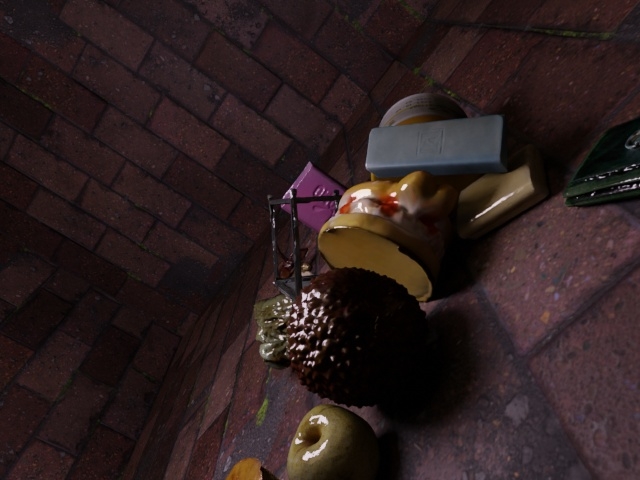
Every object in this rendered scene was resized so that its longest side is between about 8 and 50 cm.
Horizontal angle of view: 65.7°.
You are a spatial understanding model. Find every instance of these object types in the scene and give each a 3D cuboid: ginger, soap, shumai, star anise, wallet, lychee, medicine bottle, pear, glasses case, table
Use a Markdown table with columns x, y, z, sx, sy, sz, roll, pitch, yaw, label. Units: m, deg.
| x | y | z | sx | sy | sz | roll | pitch | yaw | label |
| --- | --- | --- | --- | --- | --- | --- | --- | --- | --- |
| -0.085 | 0.149 | 1.822 | 0.133 | 0.059 | 0.214 | -45 | 18 | 10 | ginger |
| 0.017 | -0.119 | 1.666 | 0.181 | 0.259 | 0.081 | -52 | 16 | 12 | soap |
| -0.080 | 0.256 | 1.410 | 0.256 | 0.189 | 0.218 | -26 | 54 | 50 | shumai |
| -0.143 | 0.063 | 1.826 | 0.140 | 0.144 | 0.158 | -42 | 15 | 35 | star anise |
| 0.456 | -0.126 | 0.683 | 0.160 | 0.055 | 0.236 | -52 | 13 | -12 | wallet |
| 0.058 | 0.181 | 0.894 | 0.267 | 0.267 | 0.267 | -51 | 15 | 19 | lychee |
| 0.242 | -0.196 | 1.146 | 0.238 | 0.238 | 0.232 | -47 | 16 | 32 | medicine bottle |
| 0.023 | 0.365 | 0.833 | 0.167 | 0.136 | 0.167 | -47 | 15 | 17 | pear |
| 0.213 | -0.173 | 0.944 | 0.266 | 0.105 | 0.056 | 2 | 14 | 34 | glasses case |
| 0.000 | 0.000 | 1.309 | 0.335 | 0.222 | 0.272 | -169 | 74 | -74 | table |

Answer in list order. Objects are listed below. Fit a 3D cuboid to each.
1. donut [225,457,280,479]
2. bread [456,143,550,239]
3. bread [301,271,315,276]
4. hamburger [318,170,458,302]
| x | y | z | sx | sy | sz | roll | pitch | yaw | label |
| --- | --- | --- | --- | --- | --- | --- | --- | --- | --- |
| -0.152 | 0.583 | 0.971 | 0.277 | 0.108 | 0.277 | -51 | 16 | 20 | donut |
| 0.342 | -0.089 | 0.942 | 0.178 | 0.060 | 0.139 | -40 | 22 | 46 | bread |
| -0.059 | 0.178 | 1.618 | 0.152 | 0.077 | 0.105 | -57 | 18 | -18 | bread |
| 0.146 | -0.019 | 1.012 | 0.186 | 0.261 | 0.303 | -60 | -6 | -22 | hamburger |
